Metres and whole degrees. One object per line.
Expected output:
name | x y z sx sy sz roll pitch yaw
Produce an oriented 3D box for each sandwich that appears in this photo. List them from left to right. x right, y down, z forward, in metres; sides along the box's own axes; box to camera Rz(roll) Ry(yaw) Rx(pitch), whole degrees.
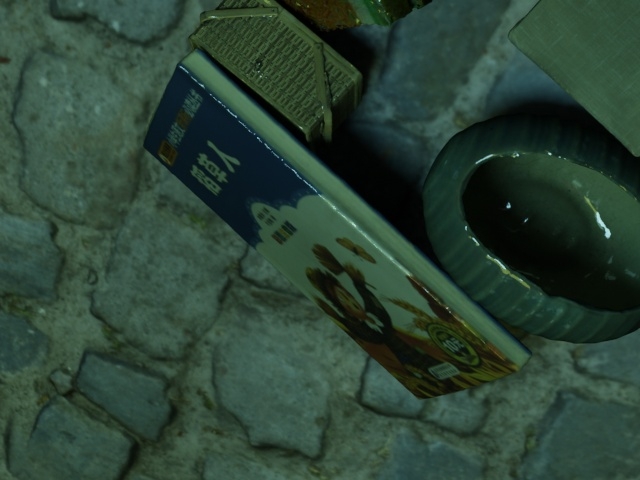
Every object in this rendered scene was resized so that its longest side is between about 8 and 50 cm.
sandwich | -0.020 -0.273 1.256 0.159 0.079 0.235 -29 106 43

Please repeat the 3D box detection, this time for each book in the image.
book | 0.000 0.000 1.401 0.428 0.039 0.300 42 163 -2

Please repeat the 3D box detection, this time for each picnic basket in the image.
picnic basket | -0.040 -0.162 1.313 0.164 0.079 0.115 40 173 6

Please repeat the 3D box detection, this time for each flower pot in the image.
flower pot | 0.207 -0.011 1.238 0.243 0.189 0.157 32 180 0

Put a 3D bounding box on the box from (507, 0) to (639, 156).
box | 0.289 -0.206 1.050 0.155 0.149 0.231 42 138 1
